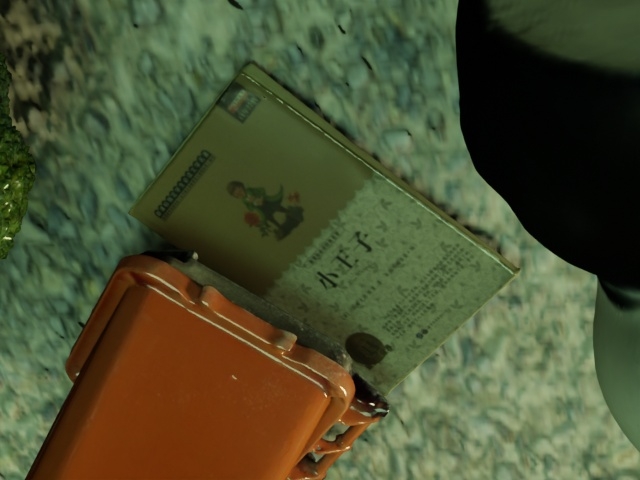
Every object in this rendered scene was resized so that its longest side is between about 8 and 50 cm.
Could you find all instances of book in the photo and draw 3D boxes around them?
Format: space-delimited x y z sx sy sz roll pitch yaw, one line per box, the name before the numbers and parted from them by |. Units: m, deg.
book | 0.000 0.000 0.846 0.199 0.016 0.138 36 128 -9

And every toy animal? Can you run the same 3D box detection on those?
toy animal | 0.208 -0.018 0.637 0.251 0.251 0.310 -10 126 25

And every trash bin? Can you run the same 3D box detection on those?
trash bin | -0.087 0.148 0.833 0.184 0.238 0.161 29 140 -6

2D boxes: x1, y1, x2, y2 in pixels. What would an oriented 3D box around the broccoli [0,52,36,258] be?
broccoli | -0.291 -0.060 0.736 0.321 0.283 0.304 50 137 3
